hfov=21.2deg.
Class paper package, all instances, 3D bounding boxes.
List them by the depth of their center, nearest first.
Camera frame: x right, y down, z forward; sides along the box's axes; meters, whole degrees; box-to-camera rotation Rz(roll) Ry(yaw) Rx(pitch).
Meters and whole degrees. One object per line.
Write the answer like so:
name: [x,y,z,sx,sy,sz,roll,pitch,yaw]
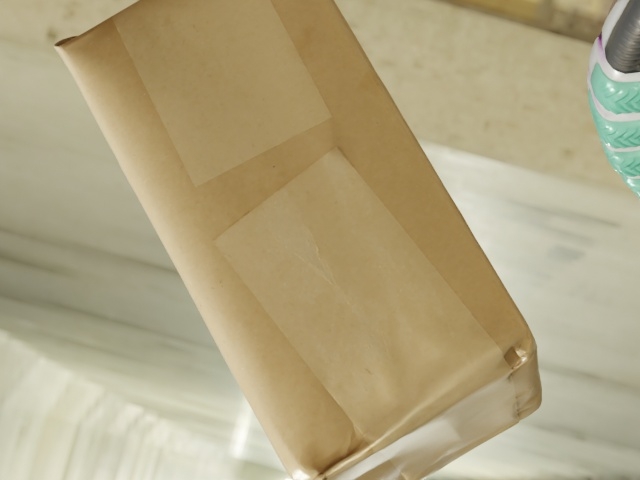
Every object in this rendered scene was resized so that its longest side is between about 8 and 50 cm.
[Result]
paper package: [0.000,0.000,1.136,0.325,0.168,0.309,60,-179,15]

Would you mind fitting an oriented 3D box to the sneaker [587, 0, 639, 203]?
sneaker: [0.105,-0.061,0.455,0.224,0.083,0.098,74,-172,-65]
